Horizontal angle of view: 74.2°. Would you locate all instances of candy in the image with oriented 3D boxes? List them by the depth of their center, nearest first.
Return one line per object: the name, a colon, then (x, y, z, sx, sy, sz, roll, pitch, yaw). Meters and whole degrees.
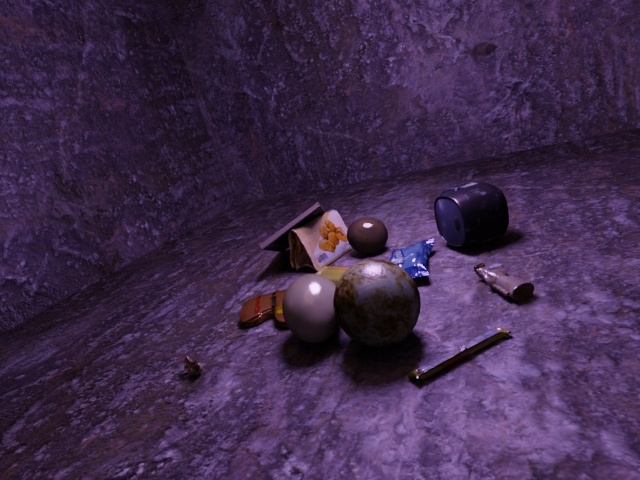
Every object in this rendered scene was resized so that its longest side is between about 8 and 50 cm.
candy: (0.337, 0.078, 1.608, 0.187, 0.077, 0.331, -16, 14, 23)

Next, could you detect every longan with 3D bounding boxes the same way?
longan: (0.207, -0.021, 1.890, 0.189, 0.189, 0.189, -14, 16, 4)

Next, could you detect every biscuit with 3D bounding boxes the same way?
biscuit: (0.343, 0.273, 1.036, 0.291, 0.026, 0.048, -20, 13, -18)
biscuit: (-0.173, 0.248, 1.541, 0.276, 0.052, 0.262, -13, 16, 8)

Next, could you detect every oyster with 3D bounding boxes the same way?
oyster: (-0.386, 0.376, 1.295, 0.038, 0.081, 0.083, 0, 39, -38)

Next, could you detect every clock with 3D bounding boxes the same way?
clock: (0.072, 0.167, 1.425, 0.202, 0.144, 0.096, 1, 30, 43)

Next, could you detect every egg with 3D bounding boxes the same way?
egg: (0.152, 0.168, 1.184, 0.238, 0.238, 0.289, -16, 9, -2)
egg: (-0.023, 0.208, 1.294, 0.188, 0.189, 0.254, -15, 24, 0)

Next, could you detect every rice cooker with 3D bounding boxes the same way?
rice cooker: (0.592, -0.103, 1.665, 0.224, 0.267, 0.267, -18, 16, -13)

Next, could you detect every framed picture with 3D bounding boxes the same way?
framed picture: (-0.107, -0.051, 2.042, 0.326, 0.028, 0.446, -36, -6, 4)

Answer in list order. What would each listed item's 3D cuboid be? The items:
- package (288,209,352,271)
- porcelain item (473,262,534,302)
package: (-0.019, 0.015, 1.980, 0.165, 0.221, 0.311, -29, 2, 44)
porcelain item: (0.546, 0.123, 1.295, 0.084, 0.054, 0.213, -16, 17, -11)
